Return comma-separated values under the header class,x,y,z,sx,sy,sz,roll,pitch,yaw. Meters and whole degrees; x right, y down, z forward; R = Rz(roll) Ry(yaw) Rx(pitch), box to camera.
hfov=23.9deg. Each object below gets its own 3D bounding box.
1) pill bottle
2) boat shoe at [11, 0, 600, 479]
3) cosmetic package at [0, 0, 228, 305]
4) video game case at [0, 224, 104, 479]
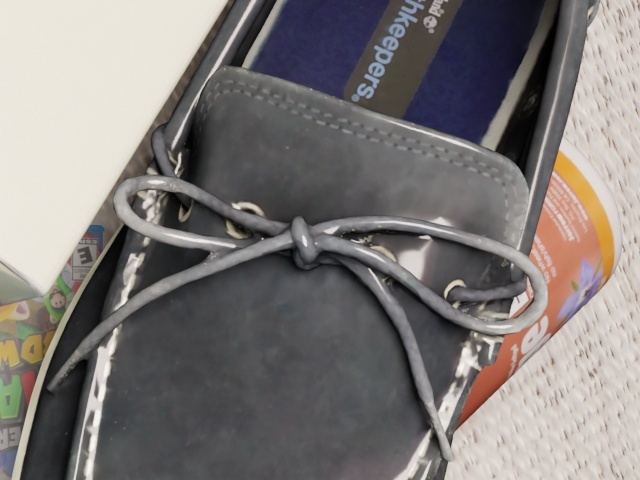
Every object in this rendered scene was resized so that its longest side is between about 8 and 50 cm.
class,x,y,z,sx,sy,sz,roll,pitch,yaw
pill bottle,0.048,0.035,0.782,0.216,0.121,0.121,-39,109,-29
boat shoe,0.000,0.000,0.636,0.186,0.156,0.500,22,70,3
cosmetic package,-0.112,-0.124,0.649,0.113,0.160,0.309,39,63,-24
video game case,-0.157,0.074,0.703,0.119,0.015,0.166,2,86,-34
